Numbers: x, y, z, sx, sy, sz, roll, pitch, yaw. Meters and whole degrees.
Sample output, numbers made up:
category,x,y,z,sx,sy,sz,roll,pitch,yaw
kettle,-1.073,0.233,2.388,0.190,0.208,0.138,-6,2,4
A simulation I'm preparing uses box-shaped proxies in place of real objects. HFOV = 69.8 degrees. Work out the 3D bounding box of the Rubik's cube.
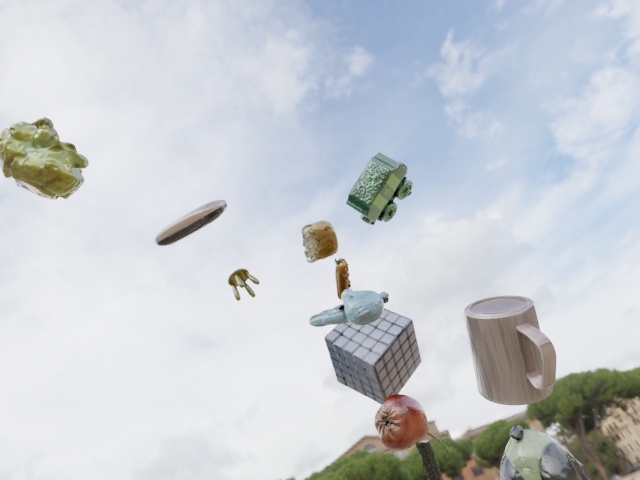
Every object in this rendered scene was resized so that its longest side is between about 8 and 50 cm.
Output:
category,x,y,z,sx,sy,sz,roll,pitch,yaw
Rubik's cube,0.190,0.394,1.620,0.238,0.236,0.238,-40,-50,-31

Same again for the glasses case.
category,x,y,z,sx,sy,sz,roll,pitch,yaw
glasses case,-0.470,-0.063,1.662,0.314,0.122,0.075,-25,-76,21

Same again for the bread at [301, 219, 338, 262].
category,x,y,z,sx,sy,sz,roll,pitch,yaw
bread,0.000,0.001,1.423,0.105,0.082,0.125,-19,-78,-21

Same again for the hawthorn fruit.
category,x,y,z,sx,sy,sz,roll,pitch,yaw
hawthorn fruit,0.303,0.583,1.427,0.285,0.165,0.165,24,-54,-21

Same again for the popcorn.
category,x,y,z,sx,sy,sz,roll,pitch,yaw
popcorn,-0.742,-0.212,1.227,0.221,0.204,0.184,44,-108,-16

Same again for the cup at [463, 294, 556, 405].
category,x,y,z,sx,sy,sz,roll,pitch,yaw
cup,0.542,0.323,1.325,0.208,0.274,0.288,-12,6,15

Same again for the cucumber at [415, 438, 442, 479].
category,x,y,z,sx,sy,sz,roll,pitch,yaw
cucumber,0.367,0.756,1.523,0.058,0.187,0.058,-16,-8,-2

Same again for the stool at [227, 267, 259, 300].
category,x,y,z,sx,sy,sz,roll,pitch,yaw
stool,-0.359,0.204,2.133,0.135,0.110,0.134,-41,-37,-5

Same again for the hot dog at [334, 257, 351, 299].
category,x,y,z,sx,sy,sz,roll,pitch,yaw
hot dog,0.084,0.143,1.710,0.055,0.072,0.189,1,-57,10

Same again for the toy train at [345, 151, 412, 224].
category,x,y,z,sx,sy,sz,roll,pitch,yaw
toy train,0.255,-0.209,1.925,0.299,0.166,0.238,-59,-31,4

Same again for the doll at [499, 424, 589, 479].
category,x,y,z,sx,sy,sz,roll,pitch,yaw
doll,0.437,0.452,0.884,0.143,0.135,0.234,-27,-50,30

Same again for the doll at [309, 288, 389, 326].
category,x,y,z,sx,sy,sz,roll,pitch,yaw
doll,0.053,0.140,0.977,0.179,0.075,0.120,-10,9,35
